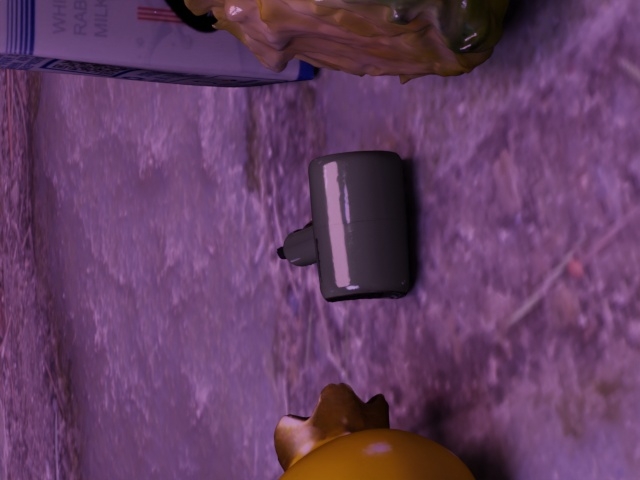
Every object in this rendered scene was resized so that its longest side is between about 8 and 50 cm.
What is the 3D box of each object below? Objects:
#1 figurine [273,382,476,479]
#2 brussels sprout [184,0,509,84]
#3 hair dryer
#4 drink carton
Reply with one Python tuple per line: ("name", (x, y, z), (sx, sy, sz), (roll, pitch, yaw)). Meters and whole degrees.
("figurine", (0.030, 0.191, 0.695), (0.234, 0.127, 0.185), (46, 137, 41))
("brussels sprout", (0.017, -0.139, 0.702), (0.152, 0.149, 0.122), (1, 72, 47))
("hair dryer", (0.000, 0.000, 0.833), (0.150, 0.047, 0.071), (162, 107, -67))
("drink carton", (-0.157, -0.155, 0.843), (0.106, 0.315, 0.130), (2, 90, 61))
